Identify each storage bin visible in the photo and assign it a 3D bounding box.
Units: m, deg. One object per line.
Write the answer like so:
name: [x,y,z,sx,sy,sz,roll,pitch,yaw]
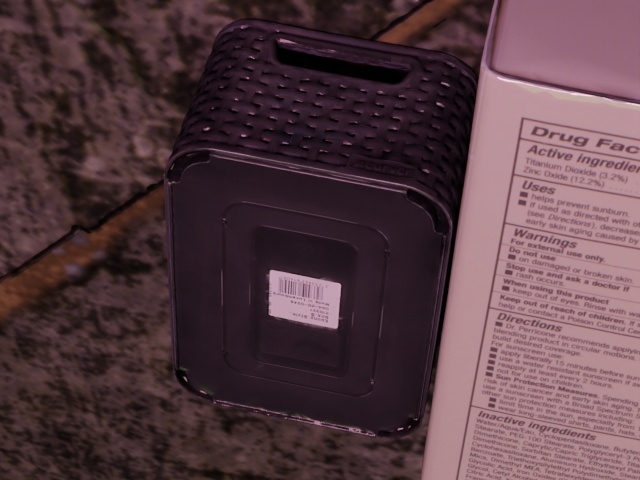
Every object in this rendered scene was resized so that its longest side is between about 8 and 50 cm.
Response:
storage bin: [0.000,0.000,0.752,0.122,0.084,0.180,11,141,6]

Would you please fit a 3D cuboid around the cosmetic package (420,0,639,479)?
cosmetic package: [0.135,0.017,0.704,0.160,0.113,0.309,11,139,6]
